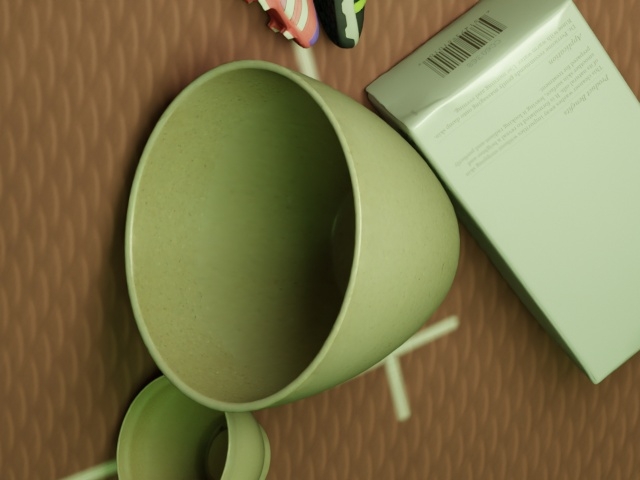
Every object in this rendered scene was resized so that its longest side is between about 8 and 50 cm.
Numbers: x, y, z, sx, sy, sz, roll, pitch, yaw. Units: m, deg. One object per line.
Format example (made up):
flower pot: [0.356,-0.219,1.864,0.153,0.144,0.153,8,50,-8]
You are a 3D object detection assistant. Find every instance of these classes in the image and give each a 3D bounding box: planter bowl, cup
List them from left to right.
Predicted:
planter bowl: [-0.122,0.227,1.632,0.109,0.162,0.162,18,105,-49]
cup: [0.000,0.000,1.513,0.237,0.331,0.331,3,110,-44]

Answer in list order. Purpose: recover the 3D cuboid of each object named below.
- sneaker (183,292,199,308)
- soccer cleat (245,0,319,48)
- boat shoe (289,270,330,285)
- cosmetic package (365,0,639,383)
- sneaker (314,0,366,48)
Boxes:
sneaker: [-0.115,0.093,1.628,0.170,0.075,0.063,38,114,-3]
soccer cleat: [-0.055,-0.301,1.490,0.095,0.083,0.248,-37,113,-6]
boat shoe: [-0.026,0.048,1.653,0.100,0.035,0.035,-6,84,-11]
cosmetic package: [0.252,-0.063,1.628,0.217,0.156,0.385,-37,116,0]
sneaker: [0.045,-0.305,1.513,0.097,0.084,0.235,-8,111,-15]
